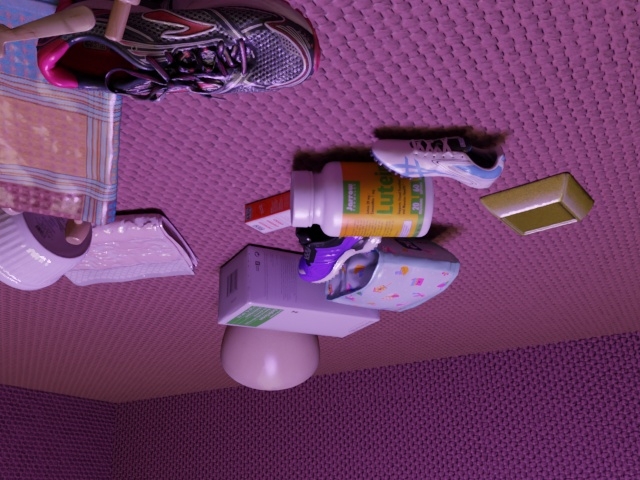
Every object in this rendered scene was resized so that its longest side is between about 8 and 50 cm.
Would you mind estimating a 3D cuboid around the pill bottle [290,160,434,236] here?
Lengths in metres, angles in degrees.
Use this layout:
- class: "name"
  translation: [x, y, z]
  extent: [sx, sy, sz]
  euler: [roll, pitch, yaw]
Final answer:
- class: "pill bottle"
  translation: [0.070, -0.075, 1.247]
  extent: [0.245, 0.136, 0.136]
  euler: [0, 158, -6]

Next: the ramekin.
- class: "ramekin"
  translation: [-0.512, -0.023, 1.245]
  extent: [0.109, 0.207, 0.207]
  euler: [-22, 152, 22]

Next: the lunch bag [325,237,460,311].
- class: "lunch bag"
  translation: [0.162, 0.068, 1.586]
  extent: [0.223, 0.160, 0.262]
  euler: [9, 161, -25]

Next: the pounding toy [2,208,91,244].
- class: "pounding toy"
  translation: [-0.426, -0.133, 1.071]
  extent: [0.154, 0.154, 0.269]
  euler: [-10, 137, 16]

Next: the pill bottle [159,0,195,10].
- class: "pill bottle"
  translation: [-0.158, -0.254, 0.838]
  extent: [0.169, 0.094, 0.094]
  euler: [-20, 152, 38]

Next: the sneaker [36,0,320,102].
- class: "sneaker"
  translation: [-0.149, -0.195, 0.743]
  extent: [0.299, 0.112, 0.121]
  euler: [1, 132, 2]

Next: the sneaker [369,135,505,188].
- class: "sneaker"
  translation: [0.201, -0.148, 1.175]
  extent: [0.237, 0.085, 0.086]
  euler: [7, 130, -13]

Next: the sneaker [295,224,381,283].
- class: "sneaker"
  translation: [0.000, -0.001, 1.492]
  extent: [0.146, 0.102, 0.293]
  euler: [15, 148, -27]

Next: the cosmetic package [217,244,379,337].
- class: "cosmetic package"
  translation: [-0.054, 0.135, 1.736]
  extent: [0.365, 0.155, 0.197]
  euler: [11, 153, -26]

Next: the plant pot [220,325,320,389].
- class: "plant pot"
  translation: [-0.136, 0.248, 1.917]
  extent: [0.284, 0.284, 0.191]
  euler: [1, 123, -7]

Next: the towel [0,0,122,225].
- class: "towel"
  translation: [-0.395, -0.170, 0.888]
  extent: [0.271, 0.040, 0.370]
  euler: [10, 135, -9]

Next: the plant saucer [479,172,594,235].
- class: "plant saucer"
  translation: [0.455, -0.063, 1.434]
  extent: [0.188, 0.045, 0.188]
  euler: [-17, 153, 32]

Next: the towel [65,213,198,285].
- class: "towel"
  translation: [-0.473, 0.025, 1.558]
  extent: [0.331, 0.053, 0.317]
  euler: [-5, 158, 5]

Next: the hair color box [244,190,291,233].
- class: "hair color box"
  translation: [-0.078, -0.059, 1.397]
  extent: [0.141, 0.043, 0.072]
  euler: [-16, 155, 27]

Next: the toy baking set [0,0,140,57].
- class: "toy baking set"
  translation: [-0.257, -0.279, 0.655]
  extent: [0.196, 0.256, 0.030]
  euler: [16, -163, -3]
